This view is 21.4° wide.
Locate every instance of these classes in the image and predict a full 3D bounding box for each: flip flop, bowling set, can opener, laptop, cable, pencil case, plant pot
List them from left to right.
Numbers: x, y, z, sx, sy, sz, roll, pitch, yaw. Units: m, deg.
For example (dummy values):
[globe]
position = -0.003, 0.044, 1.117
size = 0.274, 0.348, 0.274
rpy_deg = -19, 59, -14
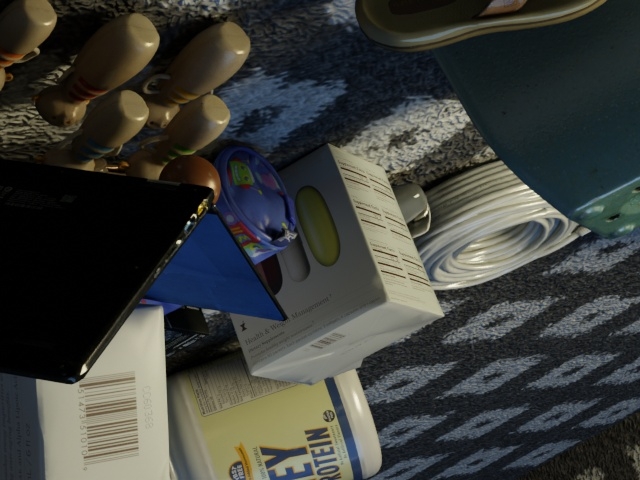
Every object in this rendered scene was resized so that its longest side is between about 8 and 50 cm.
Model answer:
[laptop]
position = -0.278, 0.056, 1.433
size = 0.382, 0.408, 0.236
rpy_deg = 8, 123, 17
[bowling set]
position = -0.181, -0.090, 1.489
size = 0.287, 0.200, 0.154
rpy_deg = 5, 150, -43
[pencil case]
position = -0.155, 0.014, 1.874
size = 0.133, 0.119, 0.306
rpy_deg = 29, 133, -36
[can opener]
position = 0.000, 0.000, 2.084
size = 0.283, 0.076, 0.095
rpy_deg = -22, 141, 7
[cable]
position = 0.218, -0.025, 2.193
size = 0.257, 0.089, 0.257
rpy_deg = -33, 156, 32
[flip flop]
position = 0.164, -0.252, 1.553
size = 0.277, 0.112, 0.080
rpy_deg = -15, 145, -1
[plant pot]
position = 0.286, -0.147, 1.702
size = 0.248, 0.252, 0.247
rpy_deg = -28, 160, 20

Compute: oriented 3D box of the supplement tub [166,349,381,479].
[supplement tub]
position = -0.097, 0.276, 2.440
size = 0.325, 0.235, 0.235
rpy_deg = -19, 160, -6

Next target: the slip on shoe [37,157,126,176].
[slip on shoe]
position = -0.234, -0.067, 1.714
size = 0.135, 0.051, 0.041
rpy_deg = 18, 98, -48

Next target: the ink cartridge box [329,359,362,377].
[ink cartridge box]
position = 0.016, 0.113, 2.295
size = 0.052, 0.122, 0.088
rpy_deg = -16, 160, -11

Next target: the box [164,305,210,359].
[box]
position = -0.255, 0.115, 2.100
size = 0.180, 0.077, 0.147
rpy_deg = -31, 158, 24

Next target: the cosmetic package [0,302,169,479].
[cosmetic package]
position = -0.320, 0.162, 1.742
size = 0.156, 0.217, 0.385
rpy_deg = -5, -177, -39

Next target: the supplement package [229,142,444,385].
[supplement package]
position = -0.002, 0.031, 1.951
size = 0.194, 0.203, 0.149
rpy_deg = -29, 158, 21
